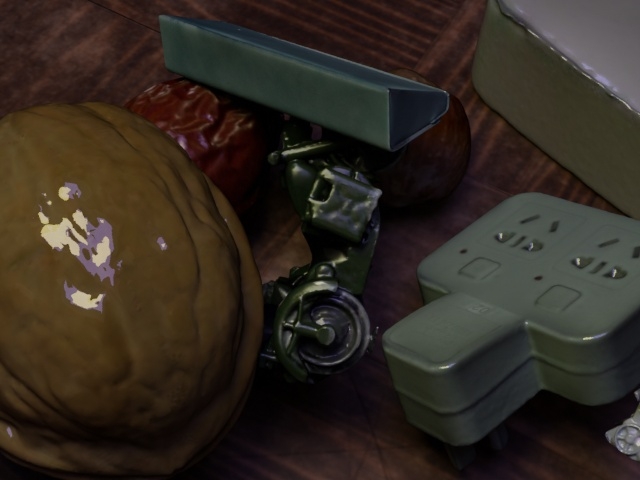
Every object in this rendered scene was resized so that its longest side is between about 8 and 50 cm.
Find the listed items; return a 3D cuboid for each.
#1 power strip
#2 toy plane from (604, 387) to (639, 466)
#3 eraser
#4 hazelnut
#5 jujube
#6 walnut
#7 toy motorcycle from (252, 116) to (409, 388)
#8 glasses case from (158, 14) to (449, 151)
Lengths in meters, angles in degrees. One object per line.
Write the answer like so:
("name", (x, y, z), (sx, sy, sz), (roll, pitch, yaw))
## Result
("power strip", (0.186, 0.086, 1.010), (0.261, 0.141, 0.229), (-34, 31, -25))
("toy plane", (0.290, 0.256, 0.896), (0.107, 0.182, 0.273), (-30, 92, 16))
("eraser", (0.317, -0.188, 1.219), (0.331, 0.150, 0.331), (3, 56, -4))
("hazelnut", (0.078, -0.099, 1.151), (0.154, 0.143, 0.143), (10, 53, -18))
("jujube", (-0.120, -0.083, 1.117), (0.168, 0.168, 0.236), (26, 46, 14))
("walnut", (-0.182, 0.047, 0.906), (0.252, 0.277, 0.313), (-14, 65, -46))
("toy motorcycle", (0.000, 0.000, 1.009), (0.127, 0.205, 0.275), (12, 94, 0))
("glasses case", (-0.023, -0.145, 1.030), (0.266, 0.056, 0.105), (24, 17, 33))
